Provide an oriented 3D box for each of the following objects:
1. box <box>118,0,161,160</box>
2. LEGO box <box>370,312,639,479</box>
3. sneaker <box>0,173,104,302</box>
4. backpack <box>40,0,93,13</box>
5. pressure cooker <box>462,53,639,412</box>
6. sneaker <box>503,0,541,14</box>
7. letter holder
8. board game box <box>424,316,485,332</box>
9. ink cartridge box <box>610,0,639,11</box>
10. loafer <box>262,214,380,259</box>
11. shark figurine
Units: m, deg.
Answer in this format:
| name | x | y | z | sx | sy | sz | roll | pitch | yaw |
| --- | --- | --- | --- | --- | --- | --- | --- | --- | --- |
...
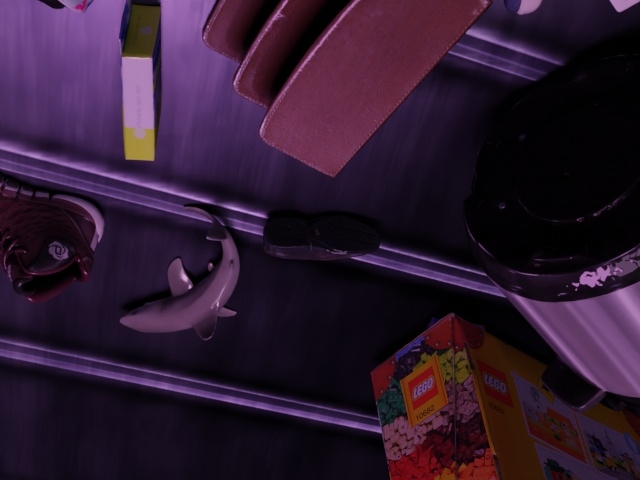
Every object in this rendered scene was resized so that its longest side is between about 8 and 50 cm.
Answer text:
| name | x | y | z | sx | sy | sz | roll | pitch | yaw |
| --- | --- | --- | --- | --- | --- | --- | --- | --- | --- |
| box | -0.217 | -0.199 | 1.428 | 0.042 | 0.109 | 0.178 | 3 | 134 | -4 |
| LEGO box | 0.343 | 0.391 | 1.871 | 0.500 | 0.372 | 0.193 | 29 | 125 | -33 |
| sneaker | -0.429 | -0.002 | 1.562 | 0.281 | 0.162 | 0.106 | 9 | 133 | -15 |
| backpack | -0.290 | -0.346 | 1.177 | 0.191 | 0.253 | 0.225 | -46 | 124 | 9 |
| pressure cooker | 0.432 | 0.010 | 1.535 | 0.370 | 0.375 | 0.420 | -16 | 136 | 31 |
| sneaker | 0.142 | -0.395 | 1.231 | 0.148 | 0.131 | 0.350 | -15 | 114 | 5 |
| letter holder | 0.013 | -0.258 | 1.368 | 0.214 | 0.152 | 0.302 | 25 | 127 | -25 |
| board game box | 0.207 | 0.165 | 1.897 | 0.090 | 0.020 | 0.090 | 9 | 134 | -16 |
| ink cartridge box | 0.392 | -0.415 | 1.272 | 0.283 | 0.117 | 0.207 | -29 | 129 | 22 |
| loafer | 0.000 | 0.000 | 1.694 | 0.170 | 0.062 | 0.061 | 5 | 156 | -7 |
| shark figurine | -0.164 | 0.079 | 1.710 | 0.166 | 0.116 | 0.278 | 18 | 132 | -24 |
